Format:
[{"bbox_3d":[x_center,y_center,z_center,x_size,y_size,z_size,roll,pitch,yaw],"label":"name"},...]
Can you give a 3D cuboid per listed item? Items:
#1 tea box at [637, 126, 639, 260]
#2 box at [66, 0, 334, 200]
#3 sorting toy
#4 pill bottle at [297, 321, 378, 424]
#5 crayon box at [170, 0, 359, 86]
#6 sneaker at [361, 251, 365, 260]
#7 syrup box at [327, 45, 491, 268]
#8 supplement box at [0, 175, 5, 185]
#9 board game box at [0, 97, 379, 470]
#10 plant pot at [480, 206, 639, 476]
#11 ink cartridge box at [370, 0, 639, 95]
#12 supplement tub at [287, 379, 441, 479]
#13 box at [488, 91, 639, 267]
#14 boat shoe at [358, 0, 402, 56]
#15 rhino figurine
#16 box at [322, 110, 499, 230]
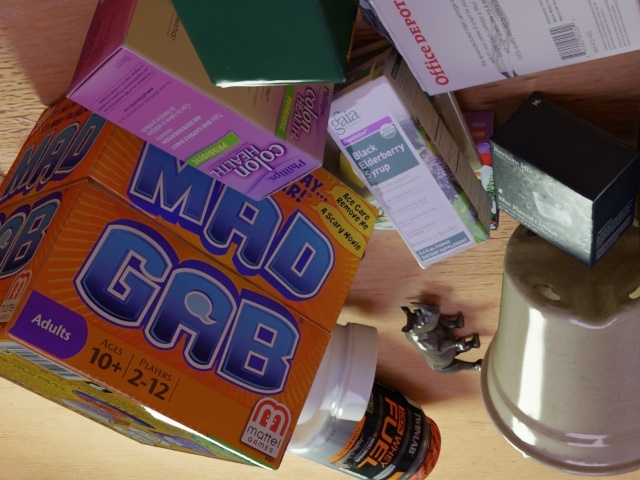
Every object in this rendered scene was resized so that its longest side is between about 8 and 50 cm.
[{"bbox_3d":[0.521,-0.029,1.001,0.329,0.323,0.220,1,149,15],"label":"tea box"},{"bbox_3d":[-0.111,-0.198,0.983,0.243,0.213,0.117,28,145,-31],"label":"box"},{"bbox_3d":[0.075,-0.139,1.135,0.193,0.038,0.208,-16,122,24],"label":"sorting toy"},{"bbox_3d":[-0.114,0.201,1.661,0.408,0.229,0.229,12,150,-5],"label":"pill bottle"},{"bbox_3d":[-0.038,-0.335,0.577,0.106,0.362,0.313,0,150,14],"label":"crayon box"},{"bbox_3d":[0.000,0.000,1.430,0.167,0.065,0.076,19,171,-21],"label":"sneaker"},{"bbox_3d":[0.101,-0.095,1.079,0.093,0.096,0.237,-25,114,26],"label":"syrup box"},{"bbox_3d":[-0.552,-0.092,1.460,0.098,0.036,0.062,25,147,-27],"label":"supplement box"},{"bbox_3d":[-0.217,0.040,1.175,0.357,0.356,0.356,34,156,-29],"label":"board game box"},{"bbox_3d":[0.384,0.117,1.342,0.334,0.333,0.305,-1,138,16],"label":"plant pot"},{"bbox_3d":[0.189,-0.252,0.925,0.237,0.100,0.172,-9,146,26],"label":"ink cartridge box"},{"bbox_3d":[0.084,0.394,1.968,0.338,0.207,0.207,29,145,-32],"label":"supplement tub"},{"bbox_3d":[0.298,-0.073,1.146,0.156,0.093,0.158,37,163,31],"label":"box"},{"bbox_3d":[0.066,-0.255,1.006,0.049,0.056,0.152,-5,138,33],"label":"boat shoe"},{"bbox_3d":[0.211,0.174,1.688,0.106,0.073,0.243,-11,144,25],"label":"rhino figurine"},{"bbox_3d":[0.094,-0.091,1.272,0.293,0.057,0.201,1,148,13],"label":"box"}]
